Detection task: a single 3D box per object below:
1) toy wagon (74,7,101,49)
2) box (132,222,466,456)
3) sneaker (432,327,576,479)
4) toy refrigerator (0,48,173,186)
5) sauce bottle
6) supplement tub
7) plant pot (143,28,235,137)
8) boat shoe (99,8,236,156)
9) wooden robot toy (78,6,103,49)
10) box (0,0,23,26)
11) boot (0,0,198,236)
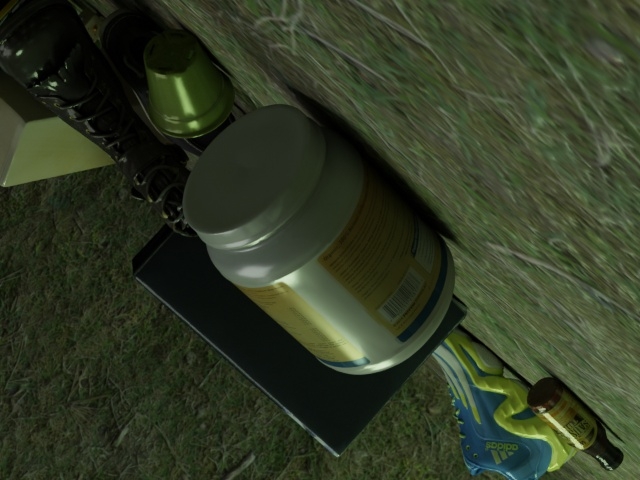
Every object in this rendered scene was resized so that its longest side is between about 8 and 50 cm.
[{"bbox_3d":[-0.410,-0.289,1.975,0.267,0.068,0.344,18,-162,-34],"label":"toy wagon"},{"bbox_3d":[-0.041,0.051,1.770,0.293,0.212,0.395,42,176,-6],"label":"box"},{"bbox_3d":[0.189,0.205,1.849,0.240,0.126,0.091,40,176,20],"label":"sneaker"},{"bbox_3d":[-0.263,-0.137,1.666,0.102,0.094,0.269,40,-149,23],"label":"toy refrigerator"},{"bbox_3d":[0.264,0.190,1.571,0.128,0.042,0.042,41,177,-24],"label":"sauce bottle"},{"bbox_3d":[0.000,0.000,1.217,0.200,0.144,0.144,44,175,-37],"label":"supplement tub"},{"bbox_3d":[-0.126,-0.149,1.394,0.083,0.083,0.079,39,163,28],"label":"plant pot"},{"bbox_3d":[-0.146,-0.148,1.568,0.206,0.075,0.065,49,175,-33],"label":"boat shoe"},{"bbox_3d":[-0.268,-0.219,1.960,0.076,0.079,0.173,40,177,28],"label":"wooden robot toy"},{"bbox_3d":[-0.397,-0.201,1.588,0.079,0.322,0.257,43,176,-10],"label":"box"},{"bbox_3d":[-0.189,-0.106,1.452,0.229,0.091,0.263,48,-176,16],"label":"boot"}]
